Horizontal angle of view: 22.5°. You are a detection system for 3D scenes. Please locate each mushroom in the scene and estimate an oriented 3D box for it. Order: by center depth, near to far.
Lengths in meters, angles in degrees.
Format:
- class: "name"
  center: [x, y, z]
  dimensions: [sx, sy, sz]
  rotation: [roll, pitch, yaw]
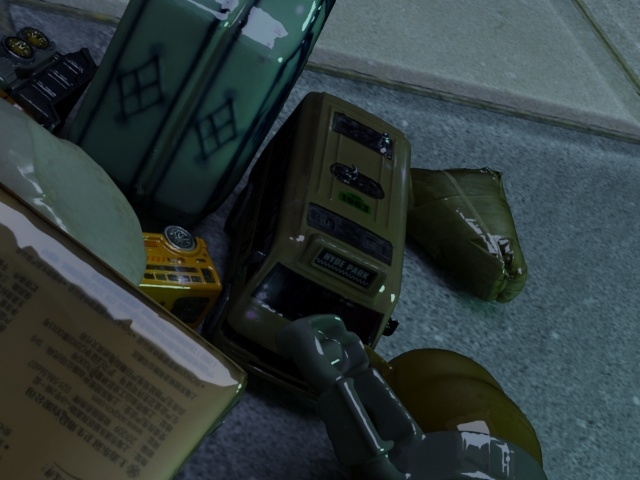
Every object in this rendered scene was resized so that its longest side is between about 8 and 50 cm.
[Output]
- class: "mushroom"
  center: [-0.278, -0.057, 1.221]
  dimensions: [0.350, 0.128, 0.128]
  rotation: [27, 28, 24]

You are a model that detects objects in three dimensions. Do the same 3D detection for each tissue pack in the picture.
- class: "tissue pack"
  center: [-0.230, 0.093, 1.079]
  dimensions: [0.305, 0.238, 0.238]
  rotation: [36, 32, 4]

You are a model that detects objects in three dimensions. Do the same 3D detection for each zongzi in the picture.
- class: "zongzi"
  center: [0.116, -0.011, 1.622]
  dimensions: [0.176, 0.078, 0.160]
  rotation: [7, 40, -20]

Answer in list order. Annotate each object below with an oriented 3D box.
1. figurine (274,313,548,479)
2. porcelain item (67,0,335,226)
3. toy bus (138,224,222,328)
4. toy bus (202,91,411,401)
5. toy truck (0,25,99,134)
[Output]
- class: "figurine"
  center: [0.093, 0.196, 1.229]
  dimensions: [0.285, 0.167, 0.342]
  rotation: [-89, 161, -51]
- class: "porcelain item"
  center: [-0.093, -0.174, 1.452]
  dimensions: [0.157, 0.281, 0.286]
  rotation: [30, 30, -4]
- class: "toy bus"
  center: [-0.165, 0.032, 1.310]
  dimensions: [0.162, 0.069, 0.074]
  rotation: [4, 43, -40]
- class: "toy bus"
  center: [0.000, 0.000, 1.416]
  dimensions: [0.139, 0.157, 0.289]
  rotation: [27, 32, -10]
- class: "toy truck"
  center: [-0.267, -0.115, 1.401]
  dimensions: [0.092, 0.083, 0.192]
  rotation: [39, 31, -1]
